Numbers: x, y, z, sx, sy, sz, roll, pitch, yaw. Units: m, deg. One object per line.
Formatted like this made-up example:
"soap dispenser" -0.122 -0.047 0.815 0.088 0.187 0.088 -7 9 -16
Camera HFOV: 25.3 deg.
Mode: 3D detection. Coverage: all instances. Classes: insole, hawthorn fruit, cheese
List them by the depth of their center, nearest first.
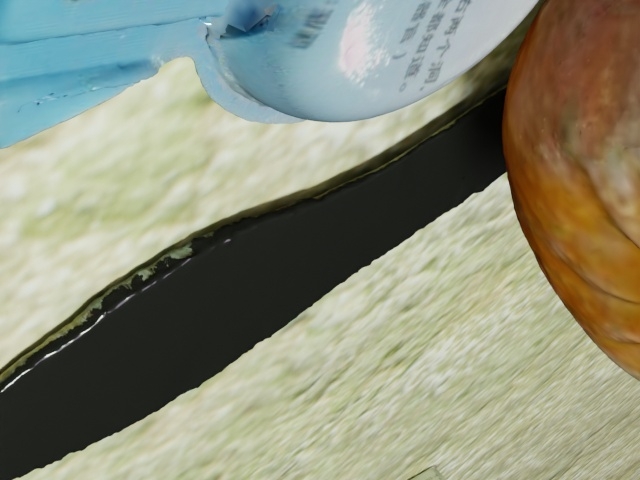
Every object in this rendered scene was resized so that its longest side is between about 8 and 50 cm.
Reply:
"cheese" 0.001 -0.078 0.364 0.245 0.052 0.135 -17 145 -46
"hawthorn fruit" 0.185 -0.057 0.510 0.231 0.263 0.235 4 -178 -17
"insole" 0.000 0.000 0.573 0.348 0.009 0.119 -32 158 -25

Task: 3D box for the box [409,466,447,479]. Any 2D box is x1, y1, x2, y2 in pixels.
"box" 0.053 0.199 1.026 0.083 0.024 0.054 -19 150 -46
